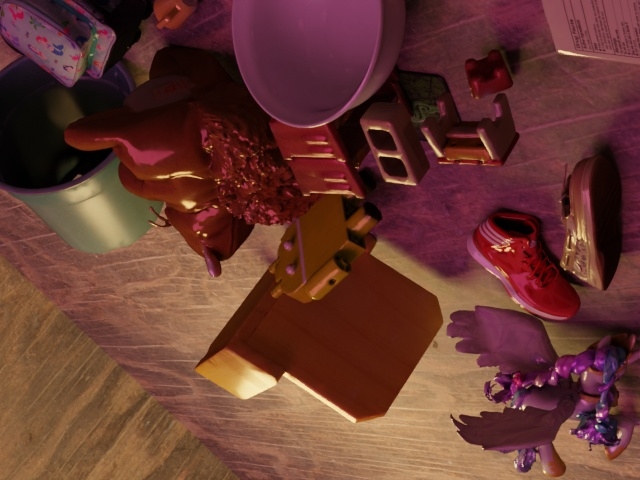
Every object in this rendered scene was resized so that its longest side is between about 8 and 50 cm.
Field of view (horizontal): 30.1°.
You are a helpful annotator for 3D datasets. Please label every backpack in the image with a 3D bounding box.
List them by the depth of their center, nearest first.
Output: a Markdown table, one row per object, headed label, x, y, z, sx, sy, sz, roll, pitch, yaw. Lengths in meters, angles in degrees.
| label | x | y | z | sx | sy | sz | roll | pitch | yaw |
| --- | --- | --- | --- | --- | --- | --- | --- | --- | --- |
| backpack | -0.454 | -0.410 | 2.077 | 0.253 | 0.191 | 0.225 | 43 | 154 | -3 |

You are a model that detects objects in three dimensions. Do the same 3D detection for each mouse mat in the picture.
| label | x | y | z | sx | sy | sz | roll | pitch | yaw |
| --- | --- | --- | --- | --- | --- | --- | --- | --- | --- |
| mouse mat | 0.137 | -0.212 | 1.876 | 0.190 | 0.007 | 0.152 | 14 | 147 | 39 |

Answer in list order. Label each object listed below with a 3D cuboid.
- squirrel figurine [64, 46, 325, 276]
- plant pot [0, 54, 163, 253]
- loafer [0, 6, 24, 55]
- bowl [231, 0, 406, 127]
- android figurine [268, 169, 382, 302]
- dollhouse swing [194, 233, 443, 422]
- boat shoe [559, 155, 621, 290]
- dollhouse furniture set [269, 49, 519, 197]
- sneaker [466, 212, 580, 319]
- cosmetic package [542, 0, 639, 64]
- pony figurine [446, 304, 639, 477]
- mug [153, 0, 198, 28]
| label | x | y | z | sx | sy | sz | roll | pitch | yaw |
| --- | --- | --- | --- | --- | --- | --- | --- | --- | --- |
| squirrel figurine | -0.179 | -0.109 | 2.096 | 0.397 | 0.281 | 0.370 | 8 | 133 | 31 |
| plant pot | -0.478 | -0.159 | 2.382 | 0.341 | 0.341 | 0.334 | 25 | 160 | 22 |
| loafer | -0.576 | -0.436 | 2.282 | 0.078 | 0.080 | 0.220 | 22 | 150 | 28 |
| bowl | 0.019 | -0.307 | 1.653 | 0.298 | 0.134 | 0.297 | 6 | 99 | 44 |
| android figurine | 0.000 | 0.000 | 2.117 | 0.056 | 0.248 | 0.273 | 28 | 126 | -30 |
| dollhouse swing | 0.007 | 0.182 | 2.295 | 0.305 | 0.347 | 0.315 | 39 | 154 | -7 |
| boat shoe | 0.389 | -0.024 | 1.768 | 0.089 | 0.104 | 0.285 | 18 | 149 | 27 |
| dollhouse furniture set | 0.134 | -0.174 | 1.727 | 0.374 | 0.201 | 0.152 | 6 | 138 | 35 |
| sneaker | 0.347 | 0.040 | 1.947 | 0.221 | 0.087 | 0.128 | 34 | 155 | 2 |
| cosmetic package | 0.403 | -0.281 | 1.305 | 0.296 | 0.129 | 0.153 | 16 | 148 | 35 |
| pony figurine | 0.405 | 0.280 | 2.122 | 0.351 | 0.302 | 0.363 | -3 | 141 | 5 |
| mug | -0.235 | -0.384 | 1.972 | 0.062 | 0.078 | 0.064 | 14 | 158 | -34 |
